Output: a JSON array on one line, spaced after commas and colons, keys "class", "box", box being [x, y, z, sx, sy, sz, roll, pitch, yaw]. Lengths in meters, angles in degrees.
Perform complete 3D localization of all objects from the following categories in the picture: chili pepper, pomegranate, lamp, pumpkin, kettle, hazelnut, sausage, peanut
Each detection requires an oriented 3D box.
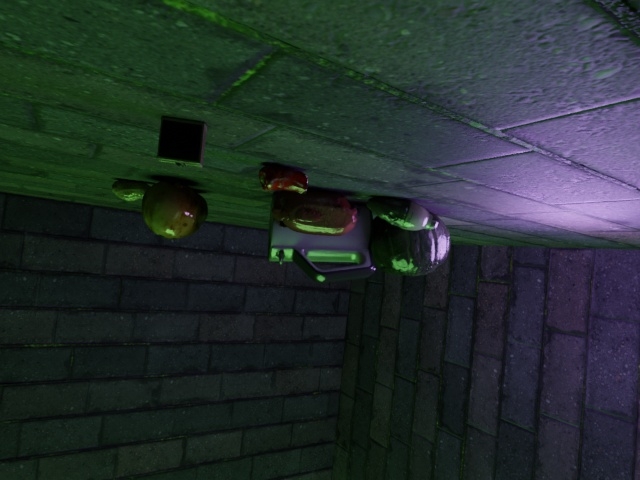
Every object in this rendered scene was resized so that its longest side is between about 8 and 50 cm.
[{"class": "chili pepper", "box": [-0.098, -0.157, 1.075, 0.123, 0.073, 0.070, 5, 136, -27]}, {"class": "pomegranate", "box": [-0.523, -0.117, 1.488, 0.215, 0.216, 0.215, 6, 177, 0]}, {"class": "lamp", "box": [0.272, -0.090, 1.382, 0.249, 0.101, 0.101, 18, 177, 2]}, {"class": "pumpkin", "box": [0.332, 0.006, 1.610, 0.291, 0.258, 0.328, -10, -172, -4]}, {"class": "kettle", "box": [0.000, 0.000, 1.537, 0.376, 0.250, 0.361, 4, -138, -10]}, {"class": "hazelnut", "box": [-0.565, -0.122, 1.678, 0.210, 0.210, 0.186, 3, 148, 50]}, {"class": "sausage", "box": [-0.019, -0.093, 1.374, 0.279, 0.152, 0.152, 6, 177, -3]}, {"class": "peanut", "box": [-0.714, -0.188, 1.606, 0.174, 0.080, 0.080, 7, 177, -1]}]

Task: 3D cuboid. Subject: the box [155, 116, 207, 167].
[{"class": "box", "box": [-0.256, -0.179, 0.771, 0.079, 0.084, 0.035, 5, 177, -8]}]
